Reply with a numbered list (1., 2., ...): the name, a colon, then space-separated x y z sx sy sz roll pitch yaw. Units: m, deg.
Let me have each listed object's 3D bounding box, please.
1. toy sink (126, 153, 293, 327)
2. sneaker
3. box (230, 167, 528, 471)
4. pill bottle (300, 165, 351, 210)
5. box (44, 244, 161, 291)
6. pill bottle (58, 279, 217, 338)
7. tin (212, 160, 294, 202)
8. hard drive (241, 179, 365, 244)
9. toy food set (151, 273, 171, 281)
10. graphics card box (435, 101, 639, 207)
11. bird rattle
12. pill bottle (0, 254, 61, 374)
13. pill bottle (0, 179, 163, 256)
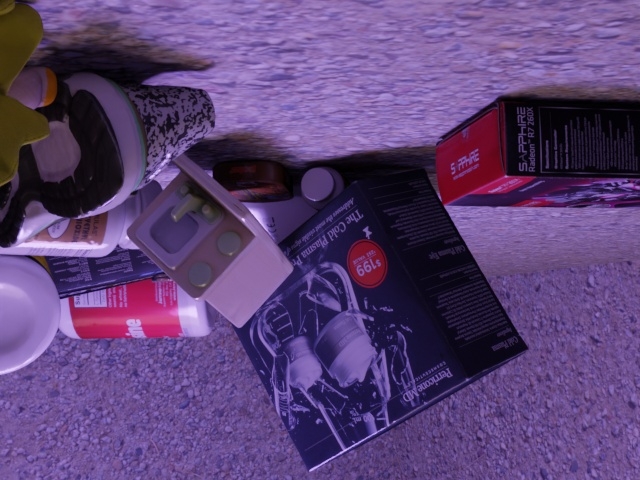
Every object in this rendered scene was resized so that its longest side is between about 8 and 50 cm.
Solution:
1. toy sink: -0.157 0.004 1.419 0.153 0.131 0.234 40 173 22
2. sneaker: -0.247 -0.089 1.107 0.182 0.158 0.410 -18 -170 -37
3. box: 0.067 0.119 1.548 0.343 0.312 0.179 -39 165 37
4. pill bottle: 0.008 -0.073 1.528 0.065 0.065 0.116 -3 174 13
5. box: -0.334 0.026 1.908 0.395 0.097 0.318 -12 176 -23
6. pill bottle: -0.437 0.098 2.256 0.408 0.228 0.229 -1 174 3
7. tin: -0.099 -0.085 1.541 0.106 0.040 0.189 -6 173 5
8. hard drive: 0.000 0.000 1.715 0.353 0.047 0.233 -2 135 10
9. toy food set: -0.237 0.057 1.845 0.122 0.019 0.078 -5 176 -8
10. graphics card box: 0.350 -0.096 1.264 0.371 0.094 0.233 -1 173 -11
11. bird rattle: -0.329 -0.119 0.847 0.254 0.143 0.207 0 -170 14
12. pill bottle: -0.509 0.048 1.577 0.188 0.187 0.334 2 -160 -24
13. pill bottle: -0.340 -0.042 1.457 0.229 0.131 0.131 3 173 -32
